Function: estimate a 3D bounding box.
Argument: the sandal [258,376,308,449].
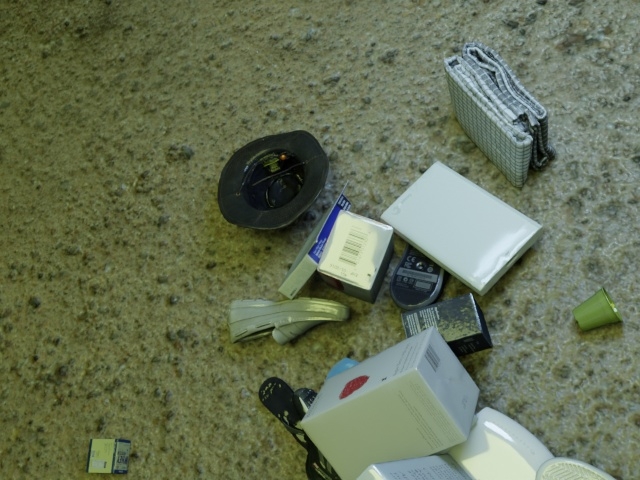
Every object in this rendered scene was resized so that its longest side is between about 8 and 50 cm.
[{"bbox_3d":[-0.050,0.410,1.667,0.255,0.054,0.097,30,84,27],"label":"sandal"}]

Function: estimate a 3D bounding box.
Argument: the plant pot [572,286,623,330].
[{"bbox_3d":[0.575,0.151,1.514,0.079,0.083,0.083,-32,63,23],"label":"plant pot"}]

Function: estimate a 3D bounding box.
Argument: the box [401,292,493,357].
[{"bbox_3d":[0.275,0.195,1.562,0.158,0.156,0.093,-18,65,14],"label":"box"}]

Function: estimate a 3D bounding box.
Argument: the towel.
[{"bbox_3d":[0.410,-0.289,1.640,0.121,0.235,0.283,-35,63,0],"label":"towel"}]

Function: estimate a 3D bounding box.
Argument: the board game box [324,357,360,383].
[{"bbox_3d":[0.089,0.350,1.649,0.169,0.033,0.133,17,83,26],"label":"board game box"}]

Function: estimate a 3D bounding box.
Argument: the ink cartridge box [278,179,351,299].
[{"bbox_3d":[0.000,0.000,1.669,0.045,0.224,0.223,32,49,-4],"label":"ink cartridge box"}]

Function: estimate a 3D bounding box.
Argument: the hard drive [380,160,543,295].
[{"bbox_3d":[0.314,-0.035,1.641,0.203,0.040,0.308,-44,56,-10],"label":"hard drive"}]

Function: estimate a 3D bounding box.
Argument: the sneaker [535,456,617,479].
[{"bbox_3d":[0.560,0.518,1.336,0.350,0.148,0.131,30,88,16],"label":"sneaker"}]

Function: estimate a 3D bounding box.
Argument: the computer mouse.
[{"bbox_3d":[0.255,0.055,1.674,0.189,0.072,0.272,17,66,27],"label":"computer mouse"}]

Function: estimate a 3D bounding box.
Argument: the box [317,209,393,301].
[{"bbox_3d":[0.085,0.042,1.634,0.127,0.232,0.148,20,80,10],"label":"box"}]

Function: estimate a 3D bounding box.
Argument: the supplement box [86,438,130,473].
[{"bbox_3d":[-0.529,0.539,1.805,0.083,0.056,0.083,-5,70,19],"label":"supplement box"}]

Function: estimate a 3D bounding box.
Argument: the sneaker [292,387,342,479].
[{"bbox_3d":[0.000,0.461,1.566,0.124,0.107,0.283,-35,85,17],"label":"sneaker"}]

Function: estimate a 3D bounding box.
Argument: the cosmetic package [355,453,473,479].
[{"bbox_3d":[0.160,0.596,1.213,0.327,0.394,0.329,-50,60,9],"label":"cosmetic package"}]

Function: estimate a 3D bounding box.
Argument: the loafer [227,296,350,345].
[{"bbox_3d":[-0.078,0.196,1.730,0.320,0.112,0.111,-6,74,27],"label":"loafer"}]

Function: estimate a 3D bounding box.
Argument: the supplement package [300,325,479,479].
[{"bbox_3d":[0.140,0.335,1.455,0.293,0.177,0.175,-32,98,28],"label":"supplement package"}]

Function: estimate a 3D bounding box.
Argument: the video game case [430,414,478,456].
[{"bbox_3d":[0.218,0.399,1.529,0.201,0.023,0.183,-46,24,0],"label":"video game case"}]

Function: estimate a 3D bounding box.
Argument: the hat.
[{"bbox_3d":[-0.105,-0.122,1.833,0.332,0.134,0.331,-13,49,15],"label":"hat"}]

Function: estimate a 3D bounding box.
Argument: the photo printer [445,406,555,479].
[{"bbox_3d":[0.333,0.512,1.455,0.307,0.107,0.256,-46,62,1],"label":"photo printer"}]
